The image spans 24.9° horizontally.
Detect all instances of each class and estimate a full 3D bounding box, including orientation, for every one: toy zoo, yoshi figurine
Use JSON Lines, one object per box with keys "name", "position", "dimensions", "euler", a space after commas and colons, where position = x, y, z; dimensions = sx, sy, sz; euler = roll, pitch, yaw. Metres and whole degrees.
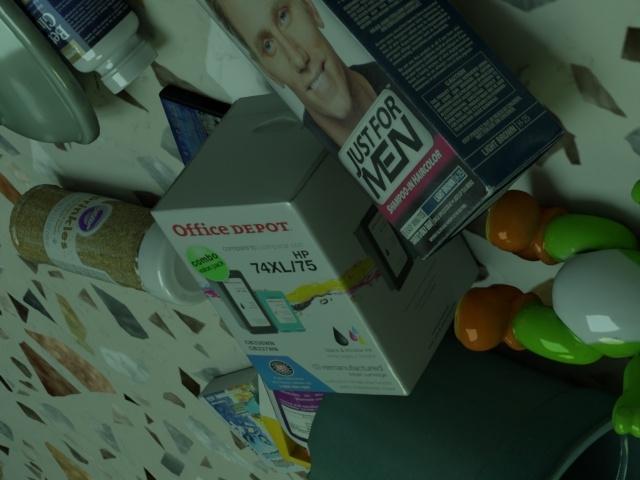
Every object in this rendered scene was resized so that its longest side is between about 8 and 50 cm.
{"name": "toy zoo", "position": [0.020, 0.270, 2.065], "dimensions": [0.293, 0.030, 0.192], "euler": [14, 138, 29]}
{"name": "yoshi figurine", "position": [0.295, 0.069, 1.303], "dimensions": [0.362, 0.203, 0.203], "euler": [18, 139, 32]}

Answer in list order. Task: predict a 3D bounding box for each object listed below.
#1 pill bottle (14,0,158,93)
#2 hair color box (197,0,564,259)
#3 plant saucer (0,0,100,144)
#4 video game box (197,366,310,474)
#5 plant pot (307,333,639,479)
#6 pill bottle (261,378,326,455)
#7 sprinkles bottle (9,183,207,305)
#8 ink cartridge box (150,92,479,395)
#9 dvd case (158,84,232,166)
{"name": "pill bottle", "position": [-0.266, -0.250, 1.642], "dimensions": [0.169, 0.094, 0.094], "euler": [47, 152, -13]}
{"name": "hair color box", "position": [0.040, -0.165, 1.307], "dimensions": [0.347, 0.105, 0.174], "euler": [49, 153, 6]}
{"name": "plant saucer", "position": [-0.440, -0.243, 1.769], "dimensions": [0.400, 0.100, 0.400], "euler": [42, 168, 12]}
{"name": "video game box", "position": [-0.077, 0.281, 2.246], "dimensions": [0.187, 0.048, 0.205], "euler": [44, 153, -12]}
{"name": "plant pot", "position": [0.183, 0.268, 1.624], "dimensions": [0.334, 0.341, 0.341], "euler": [28, 151, 40]}
{"name": "pill bottle", "position": [0.010, 0.159, 1.821], "dimensions": [0.169, 0.169, 0.301], "euler": [22, 147, 32]}
{"name": "sprinkles bottle", "position": [-0.286, 0.002, 2.014], "dimensions": [0.355, 0.121, 0.121], "euler": [12, 141, 44]}
{"name": "ink cartridge box", "position": [0.000, 0.000, 1.533], "dimensions": [0.198, 0.197, 0.270], "euler": [-3, 130, 39]}
{"name": "dvd case", "position": [-0.073, -0.082, 1.720], "dimensions": [0.253, 0.022, 0.180], "euler": [21, 144, 34]}
